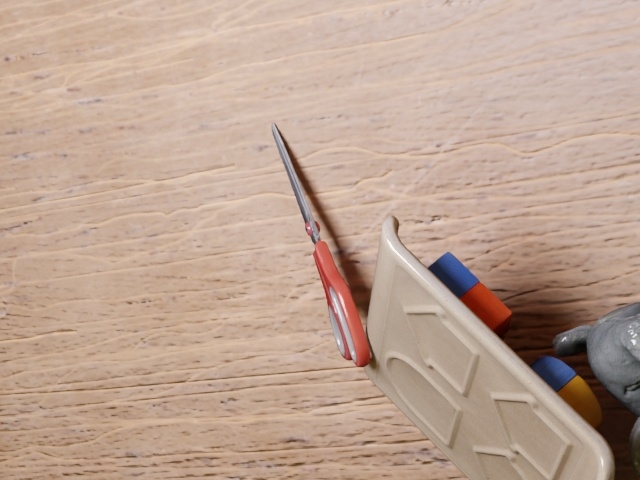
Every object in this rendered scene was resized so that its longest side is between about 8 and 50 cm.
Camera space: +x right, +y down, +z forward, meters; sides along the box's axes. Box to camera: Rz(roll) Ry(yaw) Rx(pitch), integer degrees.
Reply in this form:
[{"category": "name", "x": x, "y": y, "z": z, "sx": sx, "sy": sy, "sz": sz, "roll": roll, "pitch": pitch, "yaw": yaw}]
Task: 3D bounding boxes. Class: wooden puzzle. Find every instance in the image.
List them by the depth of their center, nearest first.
[{"category": "wooden puzzle", "x": 0.175, "y": 0.159, "z": 1.927, "sx": 0.348, "sy": 0.080, "sz": 0.322, "roll": 49, "pitch": 160, "yaw": 20}]

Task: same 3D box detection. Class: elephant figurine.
[{"category": "elephant figurine", "x": 0.370, "y": 0.167, "z": 1.818, "sx": 0.239, "sy": 0.169, "sz": 0.186, "roll": 64, "pitch": 171, "yaw": -4}]

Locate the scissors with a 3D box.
[{"category": "scissors", "x": 0.000, "y": 0.000, "z": 2.082, "sx": 0.109, "sy": 0.021, "sz": 0.297, "roll": 134, "pitch": 119, "yaw": -80}]
